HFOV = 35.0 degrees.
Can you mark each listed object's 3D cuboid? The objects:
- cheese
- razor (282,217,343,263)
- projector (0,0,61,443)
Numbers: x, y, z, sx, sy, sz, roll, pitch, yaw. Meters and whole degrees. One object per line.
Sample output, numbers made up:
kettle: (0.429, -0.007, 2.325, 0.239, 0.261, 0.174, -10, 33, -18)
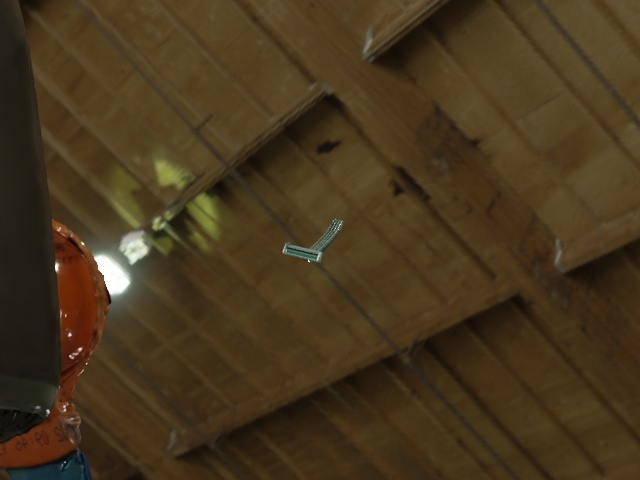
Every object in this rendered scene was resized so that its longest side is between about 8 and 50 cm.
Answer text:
cheese: (-0.319, 0.114, 1.050, 0.129, 0.217, 0.329, 171, -93, -80)
razor: (-0.001, 0.004, 1.762, 0.068, 0.191, 0.037, 14, -69, 16)
projector: (-0.400, -0.049, 0.677, 0.242, 0.405, 0.395, -25, -25, 25)
